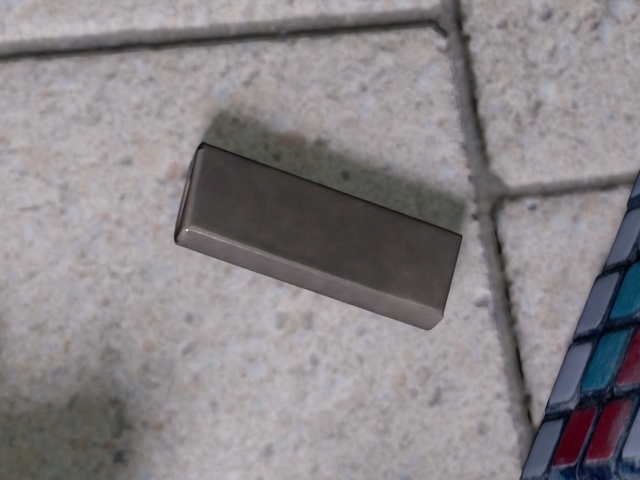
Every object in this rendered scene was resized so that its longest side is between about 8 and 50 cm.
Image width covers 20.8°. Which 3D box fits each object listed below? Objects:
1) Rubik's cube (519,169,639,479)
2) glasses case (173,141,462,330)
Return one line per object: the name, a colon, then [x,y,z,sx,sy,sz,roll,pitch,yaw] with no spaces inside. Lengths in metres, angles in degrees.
Rubik's cube: [0.342,0.086,1.117,0.293,0.287,0.292,26,75,-10]
glasses case: [-0.001,-0.001,1.161,0.190,0.042,0.072,19,68,-12]
